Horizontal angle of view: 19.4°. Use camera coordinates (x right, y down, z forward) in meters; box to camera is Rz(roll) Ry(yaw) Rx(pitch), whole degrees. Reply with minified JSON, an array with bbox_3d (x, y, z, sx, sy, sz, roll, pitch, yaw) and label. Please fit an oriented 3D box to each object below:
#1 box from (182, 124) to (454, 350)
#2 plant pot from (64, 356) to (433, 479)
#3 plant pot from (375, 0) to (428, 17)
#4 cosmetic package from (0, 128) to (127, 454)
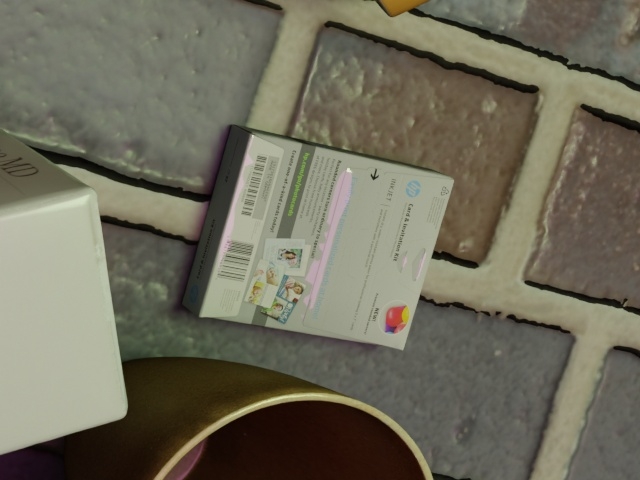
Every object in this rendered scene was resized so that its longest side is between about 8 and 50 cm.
[{"bbox_3d":[0.000,0.000,1.430,0.186,0.038,0.145,11,101,-30],"label":"box"},{"bbox_3d":[-0.080,0.176,1.314,0.237,0.254,0.237,-9,110,-25],"label":"plant pot"},{"bbox_3d":[0.087,-0.262,1.315,0.188,0.205,0.205,-37,121,4],"label":"plant pot"},{"bbox_3d":[-0.374,0.064,1.135,0.453,0.230,0.161,-15,111,-25],"label":"cosmetic package"}]
